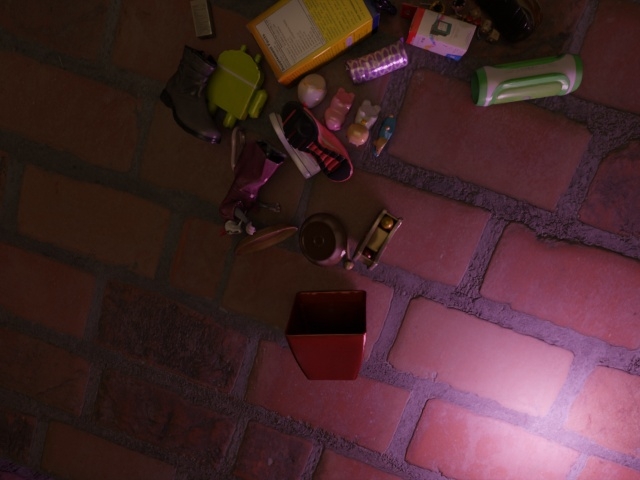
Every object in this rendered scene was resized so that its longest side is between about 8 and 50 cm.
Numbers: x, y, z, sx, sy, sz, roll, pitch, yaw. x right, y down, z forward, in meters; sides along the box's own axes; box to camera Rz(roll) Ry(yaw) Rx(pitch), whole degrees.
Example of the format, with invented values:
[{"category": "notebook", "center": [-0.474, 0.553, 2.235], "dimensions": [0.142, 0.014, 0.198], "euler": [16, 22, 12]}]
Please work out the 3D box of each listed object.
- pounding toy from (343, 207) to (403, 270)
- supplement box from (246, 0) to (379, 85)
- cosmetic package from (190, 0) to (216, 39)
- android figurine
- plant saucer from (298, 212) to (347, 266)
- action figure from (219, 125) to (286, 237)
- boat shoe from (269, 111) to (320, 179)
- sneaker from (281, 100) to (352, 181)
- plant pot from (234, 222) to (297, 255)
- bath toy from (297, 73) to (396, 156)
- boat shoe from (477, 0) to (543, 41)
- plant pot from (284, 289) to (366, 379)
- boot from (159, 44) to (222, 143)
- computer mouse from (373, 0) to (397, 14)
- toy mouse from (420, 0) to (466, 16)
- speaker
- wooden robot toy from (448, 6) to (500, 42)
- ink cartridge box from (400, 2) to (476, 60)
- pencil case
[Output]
[{"category": "pounding toy", "center": [0.152, -0.002, 1.423], "dimensions": [0.155, 0.154, 0.269], "euler": [32, 103, 0]}, {"category": "supplement box", "center": [-0.017, -0.669, 1.288], "dimensions": [0.357, 0.195, 0.194], "euler": [-29, 98, 11]}, {"category": "cosmetic package", "center": [-0.401, -0.757, 1.397], "dimensions": [0.060, 0.041, 0.115], "euler": [-5, 100, 8]}, {"category": "android figurine", "center": [-0.298, -0.533, 1.410], "dimensions": [0.248, 0.056, 0.272], "euler": [32, 105, 8]}, {"category": "plant saucer", "center": [0.000, 0.000, 1.469], "dimensions": [0.199, 0.036, 0.198], "euler": [4, 98, 26]}, {"category": "action figure", "center": [-0.270, -0.173, 1.394], "dimensions": [0.276, 0.248, 0.370], "euler": [33, 100, 1]}, {"category": "boat shoe", "center": [-0.083, -0.342, 1.424], "dimensions": [0.084, 0.095, 0.258], "euler": [-31, 107, 8]}, {"category": "sneaker", "center": [-0.011, -0.335, 1.374], "dimensions": [0.116, 0.136, 0.314], "euler": [-35, 109, 26]}, {"category": "plant pot", "center": [-0.195, -0.008, 1.429], "dimensions": [0.236, 0.236, 0.032], "euler": [-24, 83, 11]}, {"category": "bath toy", "center": [0.071, -0.418, 1.371], "dimensions": [0.348, 0.151, 0.129], "euler": [30, 146, -1]}, {"category": "boat shoe", "center": [0.564, -0.770, 1.249], "dimensions": [0.120, 0.122, 0.324], "euler": [-35, 96, -19]}, {"category": "plant pot", "center": [0.037, 0.351, 1.469], "dimensions": [0.267, 0.267, 0.235], "euler": [-2, 115, 7]}, {"category": "boot", "center": [-0.402, -0.491, 1.345], "dimensions": [0.338, 0.118, 0.222], "euler": [46, 114, 22]}, {"category": "computer mouse", "center": [0.134, -0.805, 1.257], "dimensions": [0.060, 0.184, 0.262], "euler": [-31, 97, 30]}, {"category": "toy mouse", "center": [0.417, -0.756, 1.275], "dimensions": [0.143, 0.031, 0.161], "euler": [-42, 56, 14]}, {"category": "speaker", "center": [0.637, -0.501, 1.276], "dimensions": [0.297, 0.131, 0.131], "euler": [-6, 100, 8]}, {"category": "wooden robot toy", "center": [0.494, -0.699, 1.287], "dimensions": [0.173, 0.076, 0.079], "euler": [24, 92, 1]}, {"category": "ink cartridge box", "center": [0.350, -0.652, 1.278], "dimensions": [0.231, 0.134, 0.078], "euler": [20, 103, 3]}, {"category": "pencil case", "center": [0.183, -0.585, 1.342], "dimensions": [0.206, 0.086, 0.088], "euler": [-16, 75, 8]}]
